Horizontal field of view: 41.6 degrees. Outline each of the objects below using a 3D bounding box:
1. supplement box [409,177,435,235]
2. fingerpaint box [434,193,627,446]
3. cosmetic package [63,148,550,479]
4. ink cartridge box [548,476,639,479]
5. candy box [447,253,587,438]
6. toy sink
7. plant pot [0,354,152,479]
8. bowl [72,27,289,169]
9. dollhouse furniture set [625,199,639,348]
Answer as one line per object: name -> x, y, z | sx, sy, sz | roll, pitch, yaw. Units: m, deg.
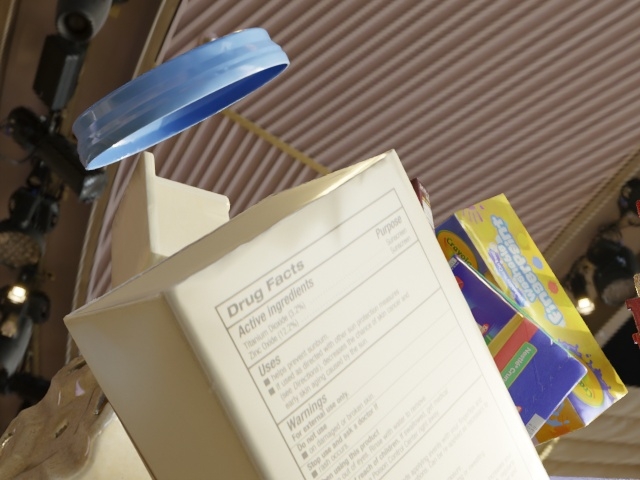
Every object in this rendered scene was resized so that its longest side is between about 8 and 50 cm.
supplement box -> 0.128, 0.029, 1.395 | 0.130, 0.240, 0.073 | -14, -23, 18
fingerpaint box -> 0.323, 0.194, 1.681 | 0.163, 0.445, 0.371 | -21, -15, -38
cosmetic package -> 0.023, 0.131, 0.438 | 0.113, 0.160, 0.310 | -17, -78, 50
ink cartridge box -> 0.340, 0.400, 1.097 | 0.311, 0.065, 0.186 | 0, -70, 1
candy box -> 0.181, 0.189, 1.146 | 0.122, 0.317, 0.268 | 36, -84, -14
toy sink -> -0.206, 0.011, 1.176 | 0.131, 0.234, 0.153 | 15, -57, -25
plant pot -> -0.177, 0.282, 0.908 | 0.333, 0.334, 0.305 | -30, -63, 25
bowl -> -0.240, -0.242, 1.426 | 0.391, 0.391, 0.077 | -25, -84, 22
dollhouse furniture set -> 0.626, 0.066, 1.548 | 0.152, 0.374, 0.201 | -16, -33, 16
